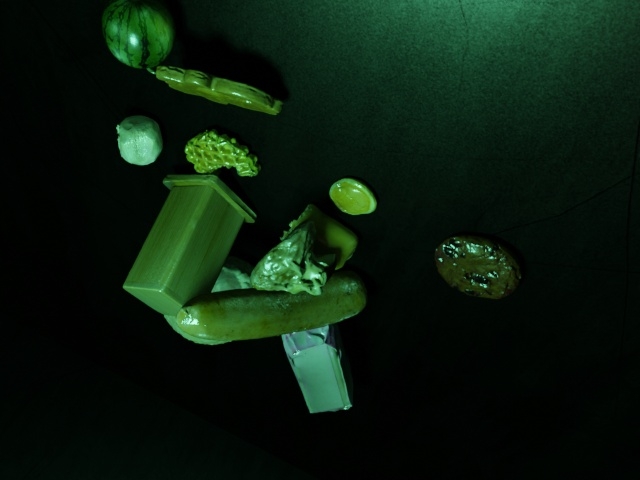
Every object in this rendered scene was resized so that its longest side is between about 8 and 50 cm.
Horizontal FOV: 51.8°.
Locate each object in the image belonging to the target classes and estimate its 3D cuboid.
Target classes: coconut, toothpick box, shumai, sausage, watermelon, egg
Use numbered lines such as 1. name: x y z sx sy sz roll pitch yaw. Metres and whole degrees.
1. coconut: -0.433 -0.232 1.571 0.110 0.110 0.125 22 141 13
2. toothpick box: -0.322 0.016 1.595 0.190 0.308 0.187 3 150 36
3. shumai: -0.050 0.061 1.469 0.153 0.161 0.209 40 114 -5
4. sausage: -0.104 0.164 1.574 0.123 0.500 0.136 63 146 34
5. watermelon: -0.347 -0.391 1.273 0.140 0.141 0.187 23 146 10
6. egg: -0.296 0.165 1.849 0.310 0.279 0.279 4 141 8

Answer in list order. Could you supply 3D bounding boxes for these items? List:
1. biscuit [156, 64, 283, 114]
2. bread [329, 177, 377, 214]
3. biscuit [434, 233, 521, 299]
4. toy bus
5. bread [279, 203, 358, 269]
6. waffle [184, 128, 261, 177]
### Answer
1. biscuit: -0.195 -0.299 1.300 0.248 0.035 0.184 16 -178 10
2. bread: 0.072 -0.094 1.443 0.110 0.024 0.110 20 145 15
3. biscuit: 0.337 0.058 1.419 0.192 0.049 0.192 20 141 17
4. toy bus: -0.001 0.336 1.876 0.171 0.162 0.386 -16 134 0
5. bread: 0.000 0.001 1.564 0.173 0.085 0.134 33 146 -4
6. waffle: -0.236 -0.186 1.533 0.194 0.051 0.149 -16 125 47
